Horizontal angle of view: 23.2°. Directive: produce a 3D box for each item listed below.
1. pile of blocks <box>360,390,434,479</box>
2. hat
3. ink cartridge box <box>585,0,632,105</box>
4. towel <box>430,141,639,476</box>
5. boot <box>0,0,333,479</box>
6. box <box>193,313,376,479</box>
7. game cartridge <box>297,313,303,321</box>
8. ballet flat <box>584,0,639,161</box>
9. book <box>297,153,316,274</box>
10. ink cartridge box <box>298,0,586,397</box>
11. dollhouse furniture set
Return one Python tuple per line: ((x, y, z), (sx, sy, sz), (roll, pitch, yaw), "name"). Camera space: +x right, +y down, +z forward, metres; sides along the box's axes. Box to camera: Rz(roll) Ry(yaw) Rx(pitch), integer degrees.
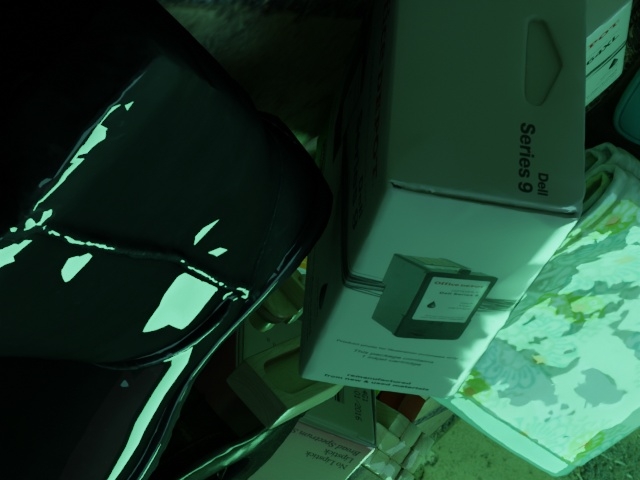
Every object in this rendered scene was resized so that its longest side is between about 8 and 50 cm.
((0.017, 0.158, 1.677), (0.112, 0.149, 0.362), (-55, -165, -7), "pile of blocks")
((-0.168, 0.193, 1.248), (0.331, 0.134, 0.331), (-39, 172, -7), "hat")
((0.170, -0.147, 1.271), (0.148, 0.086, 0.203), (-41, 167, 0), "ink cartridge box")
((0.270, 0.086, 1.601), (0.320, 0.090, 0.374), (-36, 134, 22), "towel")
((-0.163, 0.047, 0.816), (0.367, 0.146, 0.445), (-54, 171, 1), "boot")
((-0.069, 0.189, 1.458), (0.232, 0.148, 0.127), (-52, -154, 35), "box")
((0.082, 0.032, 1.667), (0.198, 0.062, 0.297), (-50, 164, 18), "game cartridge")
((0.312, -0.120, 1.599), (0.483, 0.164, 0.182), (-59, -169, 36), "ballet flat")
((0.000, 0.000, 1.272), (0.096, 0.035, 0.144), (21, 127, -30), "book")
((0.074, -0.049, 1.034), (0.121, 0.211, 0.289), (9, 151, -8), "ink cartridge box")
((-0.031, 0.037, 1.165), (0.123, 0.151, 0.144), (-48, 167, 24), "dollhouse furniture set")
